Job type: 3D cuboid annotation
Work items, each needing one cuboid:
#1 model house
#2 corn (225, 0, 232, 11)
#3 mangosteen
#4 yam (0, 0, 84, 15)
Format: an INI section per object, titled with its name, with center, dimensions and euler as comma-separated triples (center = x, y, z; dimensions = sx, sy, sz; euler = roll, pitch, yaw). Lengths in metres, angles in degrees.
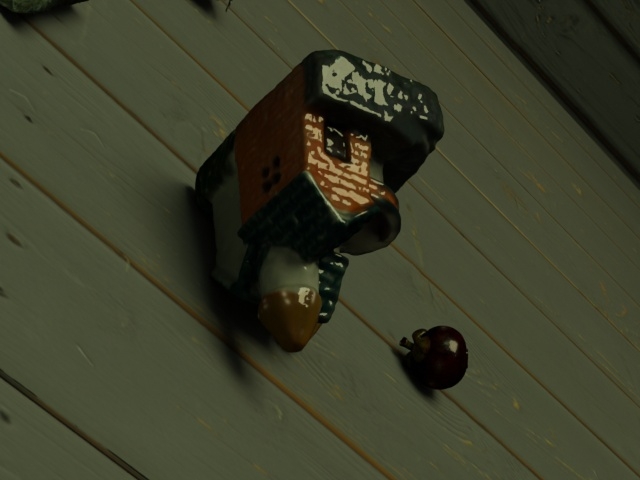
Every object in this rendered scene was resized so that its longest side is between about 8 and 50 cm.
[model house]
center = 0.000, 0.000, 1.569
dimensions = 0.190, 0.271, 0.301
euler = 23, 47, -28
[corn]
center = -0.215, -0.444, 2.082
dimensions = 0.305, 0.106, 0.106
euler = 37, 24, -26
[mangosteen]
center = 0.145, 0.146, 1.877
dimensions = 0.081, 0.081, 0.081
euler = 44, 20, -21
[yam]
center = -0.292, -0.303, 1.648
dimensions = 0.107, 0.107, 0.183
euler = 52, 17, 0
